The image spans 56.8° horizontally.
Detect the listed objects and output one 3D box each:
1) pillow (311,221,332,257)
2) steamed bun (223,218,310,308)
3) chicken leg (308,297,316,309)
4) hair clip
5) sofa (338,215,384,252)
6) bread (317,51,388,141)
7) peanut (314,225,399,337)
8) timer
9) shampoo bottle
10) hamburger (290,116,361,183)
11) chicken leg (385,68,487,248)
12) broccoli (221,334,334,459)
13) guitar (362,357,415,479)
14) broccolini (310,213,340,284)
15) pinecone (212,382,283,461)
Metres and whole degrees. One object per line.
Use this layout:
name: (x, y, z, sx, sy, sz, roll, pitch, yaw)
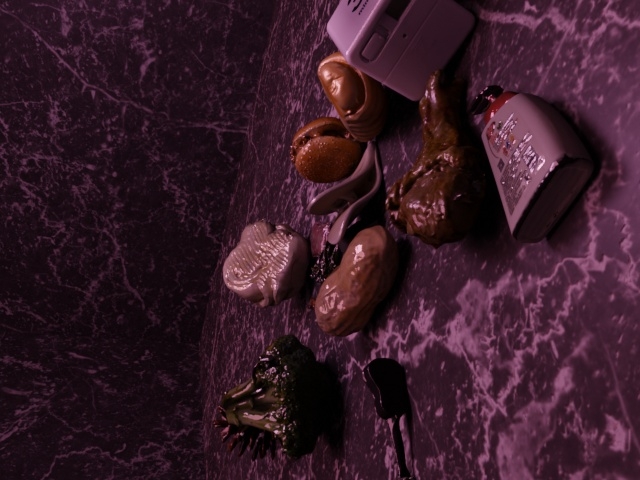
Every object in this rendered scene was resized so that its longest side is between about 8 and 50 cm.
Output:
pillow: (0.000, 0.000, 1.751, 0.185, 0.043, 0.118, -178, 92, -72)
steamed bun: (-0.152, 0.089, 1.907, 0.268, 0.207, 0.280, 7, 67, 35)
chicken leg: (-0.021, 0.190, 1.776, 0.083, 0.021, 0.036, 166, 101, -71)
hair clip: (0.070, -0.104, 1.444, 0.282, 0.113, 0.172, -46, -4, -47)
sofa: (0.102, -0.008, 1.432, 0.060, 0.085, 0.147, 56, 162, -8)
bread: (0.085, -0.329, 1.358, 0.172, 0.121, 0.311, 61, -173, 4)
peanut: (0.083, 0.095, 1.324, 0.313, 0.149, 0.149, 116, 154, -44)
timer: (0.150, -0.423, 1.166, 0.192, 0.194, 0.195, -55, 28, 25)
shampoo bottle: (0.293, -0.147, 0.884, 0.284, 0.071, 0.153, -98, 21, -45)
hamburger: (0.010, -0.234, 1.578, 0.182, 0.191, 0.118, -55, 34, 41)
chicken leg: (0.203, -0.127, 1.061, 0.211, 0.140, 0.361, -40, 31, 35)
broccoli: (-0.102, 0.410, 1.536, 0.321, 0.283, 0.303, 65, -169, -72)
guitar: (0.145, 0.359, 1.141, 0.038, 0.084, 0.271, 124, 142, -51)
broccolini: (0.019, 0.022, 1.633, 0.091, 0.068, 0.202, 7, 89, 56)
pinecone: (-0.199, 0.549, 1.819, 0.264, 0.264, 0.264, -173, 90, -72)
